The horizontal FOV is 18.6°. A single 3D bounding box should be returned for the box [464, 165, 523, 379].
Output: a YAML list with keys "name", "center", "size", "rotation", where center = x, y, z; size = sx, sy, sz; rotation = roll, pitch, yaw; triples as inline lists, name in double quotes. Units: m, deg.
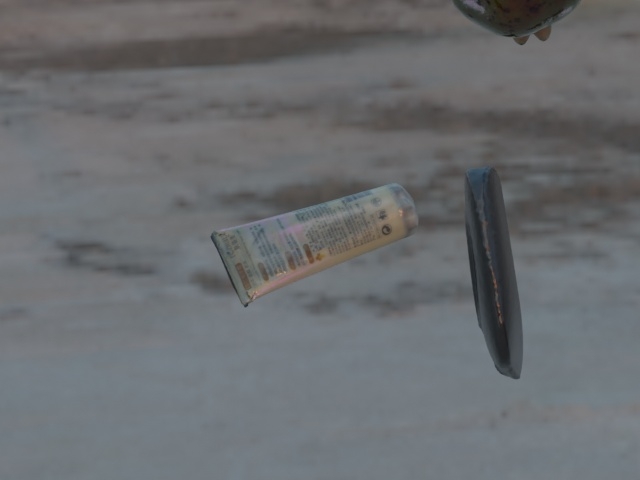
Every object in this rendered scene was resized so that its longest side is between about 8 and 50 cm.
- name: "box"
  center: [0.169, 0.034, 1.905]
  size: [0.042, 0.201, 0.212]
  rotation: [-7, -7, 7]

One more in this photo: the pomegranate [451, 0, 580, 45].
- name: "pomegranate"
  center: [0.147, -0.195, 1.448]
  size: [0.115, 0.114, 0.142]
  rotation: [-1, -27, 10]

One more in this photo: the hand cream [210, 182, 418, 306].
- name: "hand cream"
  center: [0.000, 0.000, 1.362]
  size: [0.143, 0.061, 0.039]
  rotation: [-18, -20, -14]
